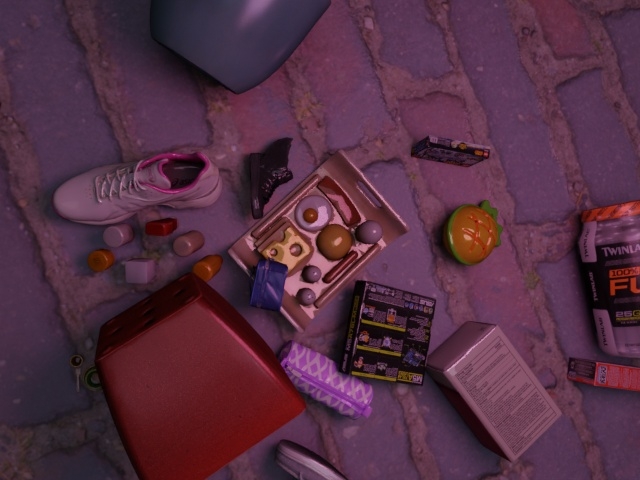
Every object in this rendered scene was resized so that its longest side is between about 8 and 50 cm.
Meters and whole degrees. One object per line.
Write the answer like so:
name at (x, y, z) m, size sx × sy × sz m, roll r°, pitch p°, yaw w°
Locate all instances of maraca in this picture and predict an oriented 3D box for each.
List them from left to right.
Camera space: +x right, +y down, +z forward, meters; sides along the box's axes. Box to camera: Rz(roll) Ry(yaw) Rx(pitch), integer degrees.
maraca at (0.327, -0.019, 1.196) m, size 0.186 × 0.099 × 0.127 m, roll -23°, pitch 100°, yaw -38°

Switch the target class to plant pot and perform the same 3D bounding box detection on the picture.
plant pot at (-0.221, 0.208, 0.937) m, size 0.267 × 0.267 × 0.235 m, roll -32°, pitch 107°, yaw -10°
plant pot at (-0.165, -0.410, 1.024) m, size 0.293 × 0.293 × 0.235 m, roll 32°, pitch 96°, yaw -9°

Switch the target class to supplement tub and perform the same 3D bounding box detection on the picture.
supplement tub at (0.667, 0.076, 1.213) m, size 0.194 × 0.193 × 0.316 m, roll -12°, pitch 88°, yaw -13°

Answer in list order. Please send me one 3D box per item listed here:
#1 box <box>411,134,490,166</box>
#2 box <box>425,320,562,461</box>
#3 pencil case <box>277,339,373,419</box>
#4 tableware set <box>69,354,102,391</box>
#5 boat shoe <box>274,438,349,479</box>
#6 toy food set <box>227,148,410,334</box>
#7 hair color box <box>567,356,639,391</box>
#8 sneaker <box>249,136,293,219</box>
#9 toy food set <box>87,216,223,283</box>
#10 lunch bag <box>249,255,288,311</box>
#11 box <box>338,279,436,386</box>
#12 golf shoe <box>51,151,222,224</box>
box at (0.271, -0.186, 1.193) m, size 0.137 × 0.094 × 0.027 m, roll 8°, pitch 84°, yaw -11°
box at (0.344, 0.300, 1.158) m, size 0.148 × 0.127 × 0.232 m, roll -38°, pitch 94°, yaw -12°
pencil case at (0.003, 0.271, 1.104) m, size 0.206 × 0.088 × 0.086 m, roll 29°, pitch 83°, yaw -10°
tableware set at (-0.381, 0.225, 1.055) m, size 0.154 × 0.024 × 0.104 m, roll -3°, pitch 86°, yaw -12°
boat shoe at (0.027, 0.503, 1.082) m, size 0.320 × 0.118 × 0.103 m, roll 45°, pitch 74°, yaw -13°
toy food set at (0.000, 0.000, 1.119) m, size 0.306 × 0.092 × 0.220 m, roll -43°, pitch 96°, yaw -12°
hair color box at (0.642, 0.295, 1.243) m, size 0.167 × 0.093 × 0.053 m, roll 11°, pitch 84°, yaw -11°
sneaker at (-0.094, -0.123, 1.118) m, size 0.089 × 0.051 × 0.170 m, roll -2°, pitch 68°, yaw -8°
toy food set at (-0.304, 0.015, 1.067) m, size 0.232 × 0.104 × 0.111 m, roll 1°, pitch 100°, yaw 5°
lunch bag at (-0.098, 0.077, 1.042) m, size 0.065 × 0.067 × 0.098 m, roll 10°, pitch 91°, yaw -7°
box at (0.138, 0.187, 1.131) m, size 0.191 × 0.045 × 0.184 m, roll 16°, pitch 82°, yaw -31°
golf shoe at (-0.332, -0.107, 1.025) m, size 0.306 × 0.140 × 0.115 m, roll -13°, pitch 80°, yaw -13°
